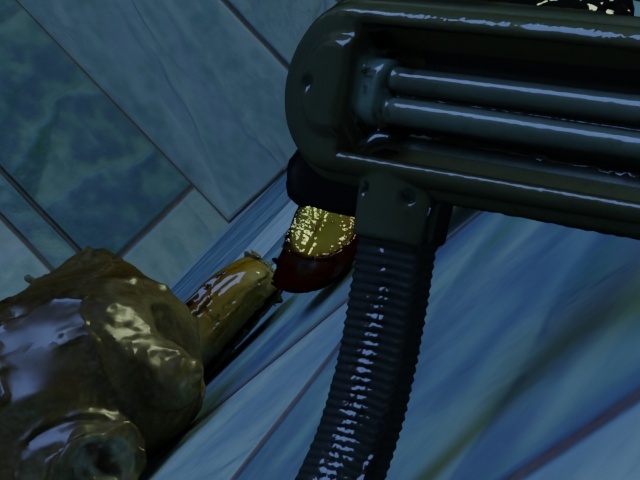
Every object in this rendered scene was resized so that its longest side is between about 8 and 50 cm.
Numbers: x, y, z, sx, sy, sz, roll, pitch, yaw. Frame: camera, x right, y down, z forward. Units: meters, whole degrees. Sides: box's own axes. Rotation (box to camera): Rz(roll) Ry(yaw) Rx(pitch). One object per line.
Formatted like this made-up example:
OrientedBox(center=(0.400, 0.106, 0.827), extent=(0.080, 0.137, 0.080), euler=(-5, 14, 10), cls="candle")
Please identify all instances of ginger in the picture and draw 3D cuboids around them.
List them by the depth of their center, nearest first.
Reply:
OrientedBox(center=(-0.194, 0.112, 1.227), extent=(0.270, 0.123, 0.219), euler=(-34, 33, -18), cls="ginger")

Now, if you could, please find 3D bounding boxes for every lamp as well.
OrientedBox(center=(-0.002, 0.054, 0.490), extent=(0.283, 0.124, 0.203), euler=(-43, 23, -31), cls="lamp")

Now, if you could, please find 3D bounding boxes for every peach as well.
OrientedBox(center=(0.000, 0.000, 1.251), extent=(0.083, 0.050, 0.077), euler=(60, -128, -84), cls="peach")

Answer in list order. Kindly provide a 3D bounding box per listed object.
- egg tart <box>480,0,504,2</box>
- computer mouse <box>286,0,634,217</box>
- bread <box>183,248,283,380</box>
OrientedBox(center=(0.173, -0.238, 1.499), extent=(0.341, 0.129, 0.341), euler=(-44, 5, 5), cls="egg tart")
OrientedBox(center=(0.075, -0.066, 1.032), extent=(0.217, 0.073, 0.122), euler=(-33, 12, 37), cls="computer mouse")
OrientedBox(center=(-0.071, 0.055, 1.400), extent=(0.106, 0.053, 0.072), euler=(-49, 0, 0), cls="bread")
